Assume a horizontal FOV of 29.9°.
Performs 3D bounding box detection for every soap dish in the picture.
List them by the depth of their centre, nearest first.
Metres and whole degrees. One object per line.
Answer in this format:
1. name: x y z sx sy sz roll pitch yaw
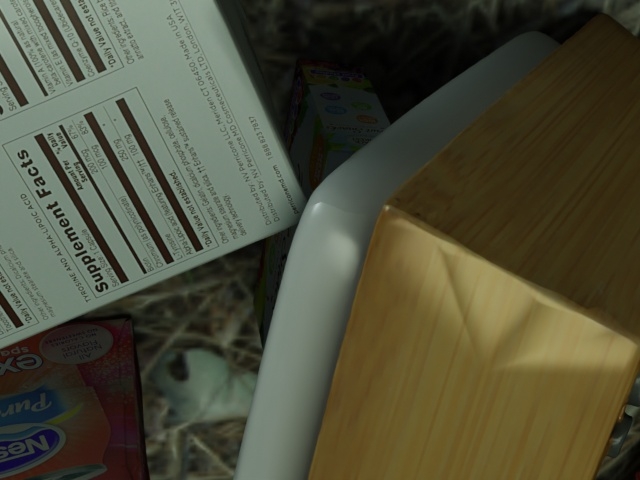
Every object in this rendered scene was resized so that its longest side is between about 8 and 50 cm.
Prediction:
1. soap dish: 0.076 0.048 0.497 0.118 0.291 0.229 22 118 16

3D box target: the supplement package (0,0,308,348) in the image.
1. supplement package: -0.135 -0.069 0.434 0.203 0.194 0.149 -22 122 3

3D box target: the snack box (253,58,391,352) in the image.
1. snack box: 0.000 0.000 0.559 0.037 0.100 0.141 3 119 -13

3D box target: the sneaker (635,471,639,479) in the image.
1. sneaker: 0.228 0.119 0.699 0.208 0.081 0.094 -44 112 8

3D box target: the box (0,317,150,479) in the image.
1. box: -0.159 0.205 0.625 0.154 0.142 0.300 -4 121 -8
